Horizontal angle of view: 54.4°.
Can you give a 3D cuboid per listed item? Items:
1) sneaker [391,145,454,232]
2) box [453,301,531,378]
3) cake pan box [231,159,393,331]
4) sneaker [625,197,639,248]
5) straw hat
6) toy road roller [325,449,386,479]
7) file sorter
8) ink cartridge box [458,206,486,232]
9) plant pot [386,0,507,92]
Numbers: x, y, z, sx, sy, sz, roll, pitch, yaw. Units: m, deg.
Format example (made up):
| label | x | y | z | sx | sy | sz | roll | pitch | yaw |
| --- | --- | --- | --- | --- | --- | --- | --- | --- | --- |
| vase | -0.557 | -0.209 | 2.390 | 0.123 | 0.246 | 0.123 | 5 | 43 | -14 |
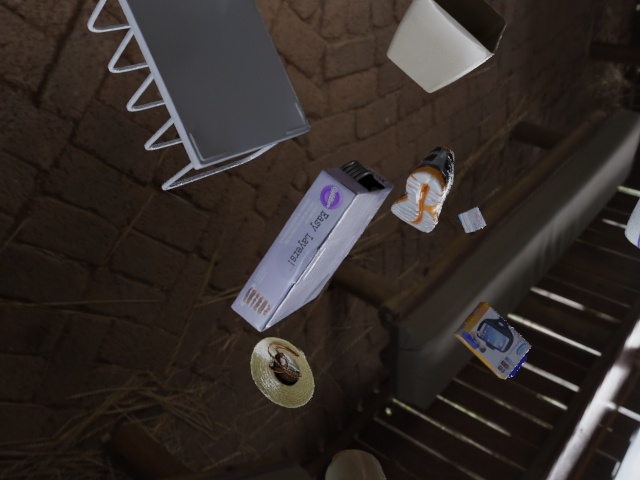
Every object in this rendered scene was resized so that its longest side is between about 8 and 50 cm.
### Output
| label | x | y | z | sx | sy | sz | roll | pitch | yaw |
| --- | --- | --- | --- | --- | --- | --- | --- | --- | --- |
| sneaker | 0.184 | -0.083 | 1.071 | 0.083 | 0.084 | 0.215 | -58 | 175 | -21 |
| box | 0.319 | 0.186 | 1.132 | 0.081 | 0.136 | 0.028 | -48 | -178 | -11 |
| cake pan box | 0.000 | 0.000 | 0.975 | 0.267 | 0.070 | 0.245 | -55 | 171 | 19 |
| sneaker | 0.635 | -0.068 | 0.939 | 0.130 | 0.236 | 0.323 | -14 | 131 | -36 |
| straw hat | -0.057 | 0.231 | 1.156 | 0.061 | 0.144 | 0.145 | -37 | 138 | -56 |
| toy road roller | 0.138 | 0.576 | 1.197 | 0.240 | 0.202 | 0.330 | -3 | 105 | -8 |
| file sorter | -0.183 | -0.235 | 0.902 | 0.192 | 0.173 | 0.278 | -26 | 92 | -36 |
| ink cartridge box | 0.343 | -0.046 | 1.411 | 0.028 | 0.048 | 0.083 | -25 | 178 | -3 |
| plant pot | 0.143 | -0.245 | 0.746 | 0.096 | 0.109 | 0.109 | -44 | -170 | 42 |
